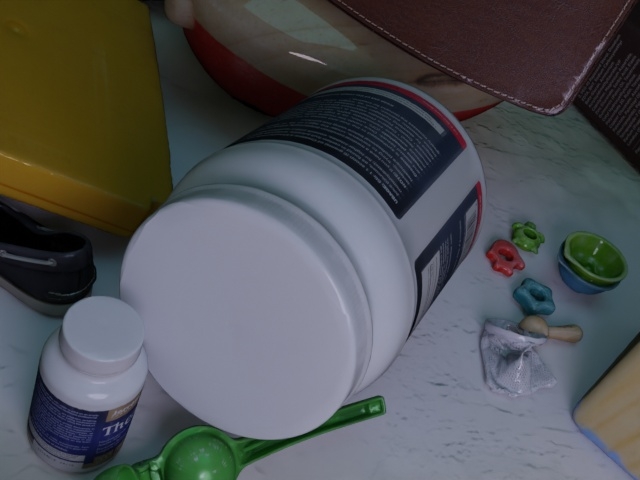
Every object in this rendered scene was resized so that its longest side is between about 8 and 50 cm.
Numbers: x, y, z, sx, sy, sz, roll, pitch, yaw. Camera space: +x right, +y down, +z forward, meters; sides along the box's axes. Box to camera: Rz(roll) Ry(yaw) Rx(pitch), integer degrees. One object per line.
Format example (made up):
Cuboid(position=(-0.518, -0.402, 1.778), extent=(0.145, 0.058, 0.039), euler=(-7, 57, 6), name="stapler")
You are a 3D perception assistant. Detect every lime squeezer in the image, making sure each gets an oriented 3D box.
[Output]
Cuboid(position=(-0.079, 0.150, 0.572), extent=(0.310, 0.110, 0.059), euler=(-19, 83, -55), name="lime squeezer")

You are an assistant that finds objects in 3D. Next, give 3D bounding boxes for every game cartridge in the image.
Cuboid(position=(-0.263, -0.158, 0.756), extent=(0.285, 0.053, 0.324), euler=(22, 36, -33), name="game cartridge")

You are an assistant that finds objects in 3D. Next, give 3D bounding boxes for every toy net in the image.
Cuboid(position=(0.200, 0.052, 0.849), extent=(0.122, 0.045, 0.232), euler=(36, 43, 10), name="toy net")

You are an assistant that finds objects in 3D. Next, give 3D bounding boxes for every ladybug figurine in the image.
Cuboid(position=(0.041, -0.226, 0.957), extent=(0.449, 0.162, 0.305), euler=(-4, 53, -30), name="ladybug figurine")

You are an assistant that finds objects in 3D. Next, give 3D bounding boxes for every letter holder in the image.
Cuboid(position=(0.134, -0.266, 0.836), extent=(0.302, 0.214, 0.152), euler=(31, 11, 2), name="letter holder")

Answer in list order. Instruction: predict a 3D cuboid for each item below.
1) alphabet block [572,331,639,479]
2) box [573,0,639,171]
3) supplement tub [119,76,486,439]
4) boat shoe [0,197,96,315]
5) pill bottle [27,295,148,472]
Cuboid(position=(0.366, 0.116, 0.753), extent=(0.193, 0.197, 0.192), euler=(41, 45, 16), name="alphabet block")
Cuboid(position=(0.428, -0.220, 1.164), extent=(0.191, 0.143, 0.381), euler=(-14, 54, -35), name="box")
Cuboid(position=(0.000, 0.000, 0.668), extent=(0.191, 0.191, 0.272), euler=(34, 33, 9), name="supplement tub")
Cuboid(position=(-0.257, -0.022, 0.681), extent=(0.206, 0.065, 0.075), euler=(30, 42, 4), name="boat shoe")
Cuboid(position=(-0.148, 0.091, 0.581), extent=(0.067, 0.120, 0.067), euler=(13, 44, -13), name="pill bottle")
